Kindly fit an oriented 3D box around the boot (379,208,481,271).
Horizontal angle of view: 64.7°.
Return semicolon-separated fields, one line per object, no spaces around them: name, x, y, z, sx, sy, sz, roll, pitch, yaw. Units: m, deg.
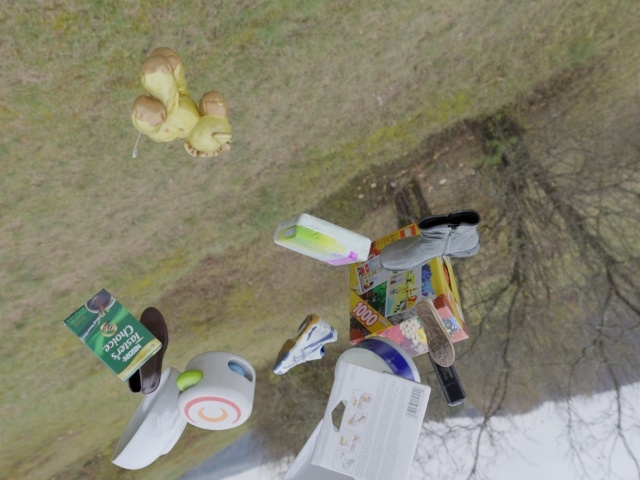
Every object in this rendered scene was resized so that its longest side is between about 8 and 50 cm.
boot;0.235;-0.009;1.133;0.246;0.084;0.161;-13;152;16

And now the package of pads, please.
package of pads;0.000;0.000;1.838;0.296;0.101;0.229;22;165;-24

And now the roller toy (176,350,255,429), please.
roller toy;-0.269;0.389;1.325;0.191;0.146;0.209;4;130;-4

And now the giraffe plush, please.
giraffe plush;-0.241;-0.227;0.931;0.170;0.181;0.210;14;120;-11

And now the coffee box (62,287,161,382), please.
coffee box;-0.450;0.205;1.100;0.113;0.184;0.040;-44;174;-28

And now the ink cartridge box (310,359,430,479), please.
ink cartridge box;0.140;0.508;1.400;0.261;0.297;0.066;16;172;10

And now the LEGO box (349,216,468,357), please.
LEGO box;0.313;0.192;1.928;0.372;0.500;0.193;-26;123;21

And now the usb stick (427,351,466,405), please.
usb stick;0.482;0.501;1.966;0.077;0.278;0.045;-20;156;2

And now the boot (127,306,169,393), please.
boot;-0.479;0.295;1.392;0.090;0.249;0.207;-4;165;-8

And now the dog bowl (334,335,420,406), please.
dog bowl;0.175;0.443;1.583;0.104;0.265;0.265;-16;164;-46

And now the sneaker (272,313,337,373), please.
sneaker;-0.056;0.391;1.766;0.131;0.112;0.296;32;121;-13

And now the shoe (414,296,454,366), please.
shoe;0.347;0.271;1.507;0.076;0.219;0.058;-18;-170;27

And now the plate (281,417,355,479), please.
plate;0.029;0.810;1.755;0.278;0.277;0.045;-55;134;-10

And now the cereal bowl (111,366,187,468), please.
cereal bowl;-0.537;0.602;1.682;0.141;0.339;0.339;35;136;-14
